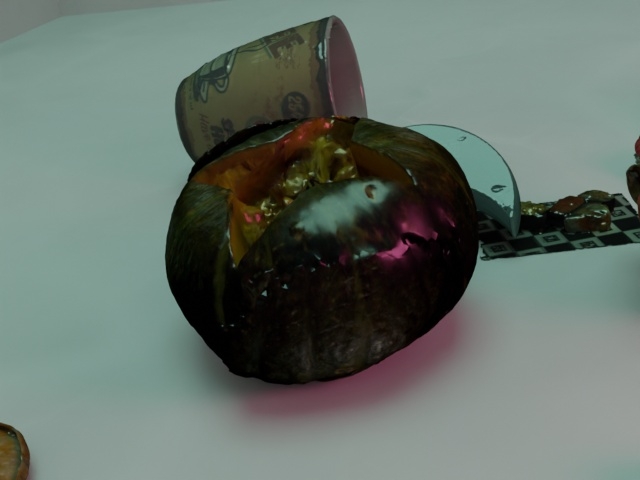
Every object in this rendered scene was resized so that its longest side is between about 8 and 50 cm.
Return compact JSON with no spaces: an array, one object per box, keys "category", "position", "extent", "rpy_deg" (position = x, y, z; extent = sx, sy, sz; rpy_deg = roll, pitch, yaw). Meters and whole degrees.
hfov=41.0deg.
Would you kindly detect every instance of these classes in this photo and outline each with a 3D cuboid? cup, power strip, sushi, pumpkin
[{"category":"cup","position":[-0.063,-0.200,1.311],"extent":[0.257,0.227,0.301],"rpy_deg":[-5,-3,17]},{"category":"power strip","position":[0.106,-0.058,1.020],"extent":[0.254,0.054,0.167],"rpy_deg":[-6,59,13]},{"category":"sushi","position":[0.280,-0.032,1.021],"extent":[0.201,0.031,0.139],"rpy_deg":[-7,26,4]},{"category":"pumpkin","position":[0.000,0.000,0.842],"extent":[0.321,0.192,0.320],"rpy_deg":[-15,32,10]}]

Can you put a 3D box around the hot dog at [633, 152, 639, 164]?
[{"category":"hot dog","position":[0.475,-0.092,1.059],"extent":[0.108,0.059,0.191],"rpy_deg":[-17,29,-7]}]

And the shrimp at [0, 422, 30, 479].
[{"category":"shrimp","position":[-0.360,0.229,0.662],"extent":[0.289,0.075,0.178],"rpy_deg":[-14,25,-41]}]

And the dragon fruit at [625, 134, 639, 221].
[{"category":"dragon fruit","position":[0.407,-0.038,0.795],"extent":[0.227,0.224,0.224],"rpy_deg":[-5,25,-5]}]
